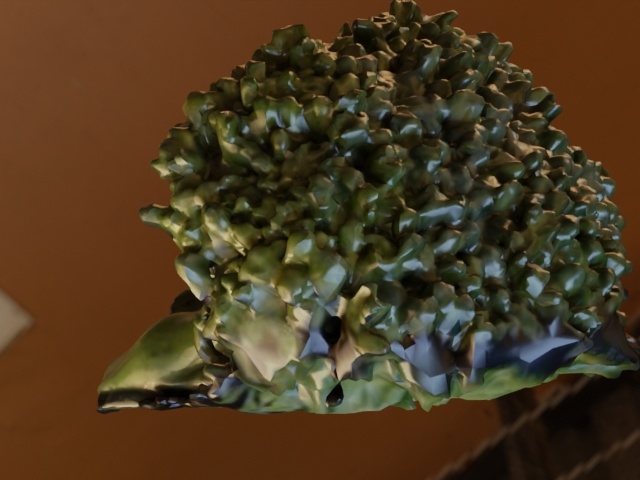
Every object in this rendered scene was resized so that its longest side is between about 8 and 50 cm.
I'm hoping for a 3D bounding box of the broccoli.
[{"bbox_3d":[0.008,-0.015,0.762,0.273,0.180,0.242,-6,177,37],"label":"broccoli"}]
